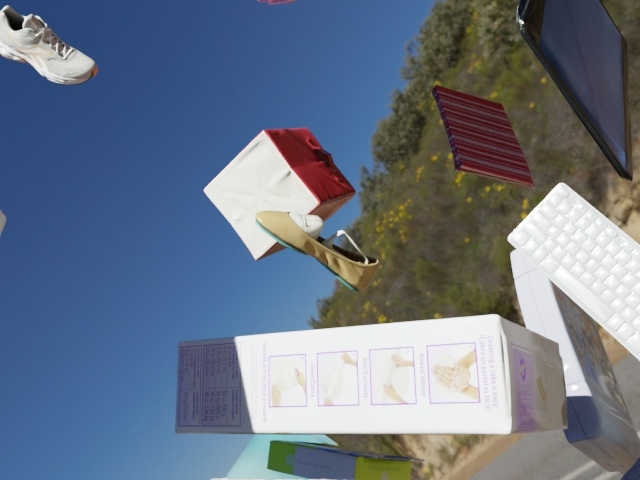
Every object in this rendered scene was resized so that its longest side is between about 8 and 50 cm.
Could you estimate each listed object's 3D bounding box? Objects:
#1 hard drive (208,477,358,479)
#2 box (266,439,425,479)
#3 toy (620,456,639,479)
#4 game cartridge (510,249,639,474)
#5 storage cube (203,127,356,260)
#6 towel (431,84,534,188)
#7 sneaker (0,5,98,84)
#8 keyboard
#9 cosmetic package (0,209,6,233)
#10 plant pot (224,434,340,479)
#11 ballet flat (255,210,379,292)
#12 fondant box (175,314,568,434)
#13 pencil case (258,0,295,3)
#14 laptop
[{"bbox_3d":[0.003,0.211,0.279,0.338,0.064,0.237,-16,23,39],"label":"hard drive"},{"bbox_3d":[0.030,0.287,0.844,0.109,0.178,0.043,20,-109,-42],"label":"box"},{"bbox_3d":[0.418,0.245,0.724,0.237,0.056,0.137,-49,-6,-10],"label":"toy"},{"bbox_3d":[0.348,0.153,0.909,0.062,0.297,0.198,-26,-44,24],"label":"game cartridge"},{"bbox_3d":[-0.078,-0.100,1.322,0.215,0.184,0.193,-40,-7,25],"label":"storage cube"},{"bbox_3d":[0.357,-0.234,1.467,0.031,0.198,0.275,121,152,-45],"label":"towel"},{"bbox_3d":[-0.655,-0.465,1.561,0.121,0.262,0.099,111,-179,-49],"label":"sneaker"},{"bbox_3d":[0.276,0.058,0.554,0.072,0.256,0.014,-46,-24,8],"label":"keyboard"},{"bbox_3d":[-0.401,0.090,0.418,0.230,0.161,0.454,73,-165,-51],"label":"cosmetic package"},{"bbox_3d":[-0.075,0.490,1.121,0.255,0.271,0.272,-44,-12,-39],"label":"plant pot"},{"bbox_3d":[0.000,0.000,1.084,0.073,0.232,0.080,-51,23,11],"label":"ballet flat"},{"bbox_3d":[0.055,0.147,0.665,0.330,0.096,0.238,-10,-18,28],"label":"fondant box"},{"bbox_3d":[-0.071,-0.563,1.177,0.386,0.167,0.160,-90,-14,-50],"label":"pencil case"},{"bbox_3d":[0.230,-0.226,0.488,0.264,0.136,0.234,105,-174,-47],"label":"laptop"}]
